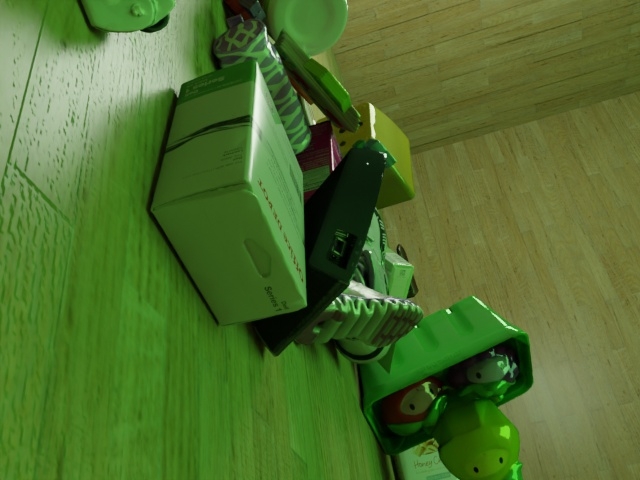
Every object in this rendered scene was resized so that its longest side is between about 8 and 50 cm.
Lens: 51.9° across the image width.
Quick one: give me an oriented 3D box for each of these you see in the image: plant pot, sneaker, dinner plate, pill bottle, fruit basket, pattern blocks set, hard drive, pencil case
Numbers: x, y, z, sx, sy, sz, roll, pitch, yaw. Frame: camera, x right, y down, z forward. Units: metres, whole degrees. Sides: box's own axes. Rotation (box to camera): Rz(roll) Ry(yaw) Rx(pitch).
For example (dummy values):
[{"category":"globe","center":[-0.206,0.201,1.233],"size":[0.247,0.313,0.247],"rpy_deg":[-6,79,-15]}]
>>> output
[{"category":"plant pot","center":[0.091,-0.206,1.595],"size":[0.187,0.212,0.212],"rpy_deg":[53,28,-44]},{"category":"sneaker","center":[0.048,0.022,1.160],"size":[0.210,0.138,0.365],"rpy_deg":[61,20,-67]},{"category":"dinner plate","center":[-0.030,-0.309,1.626],"size":[0.141,0.017,0.141],"rpy_deg":[-15,90,-80]},{"category":"pill bottle","center":[-0.057,-0.424,1.156],"size":[0.245,0.136,0.136],"rpy_deg":[57,-9,52]},{"category":"sneaker","center":[0.049,0.093,0.971],"size":[0.237,0.095,0.104],"rpy_deg":[9,37,-36]},{"category":"fruit basket","center":[0.290,0.352,1.371],"size":[0.282,0.392,0.392],"rpy_deg":[66,13,-45]},{"category":"pattern blocks set","center":[-0.012,-0.244,1.008],"size":[0.325,0.026,0.285],"rpy_deg":[47,1,-27]},{"category":"hard drive","center":[0.000,0.000,0.784],"size":[0.054,0.172,0.254],"rpy_deg":[33,39,-11]},{"category":"pencil case","center":[-0.079,-0.211,0.941],"size":[0.088,0.087,0.206],"rpy_deg":[-90,163,-45]}]

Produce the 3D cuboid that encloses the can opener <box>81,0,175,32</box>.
[{"category":"can opener","center":[-0.192,-0.294,0.500],"size":[0.093,0.074,0.280],"rpy_deg":[22,-46,57]}]

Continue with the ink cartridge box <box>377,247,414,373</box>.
[{"category":"ink cartridge box","center":[0.106,0.130,1.341],"size":[0.171,0.056,0.234],"rpy_deg":[-139,-122,-60]}]

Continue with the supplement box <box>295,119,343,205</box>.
[{"category":"supplement box","center":[-0.017,-0.079,1.025],"size":[0.220,0.114,0.111],"rpy_deg":[-90,162,-53]}]

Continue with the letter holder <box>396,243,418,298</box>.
[{"category":"letter holder","center":[0.143,0.055,1.665],"size":[0.302,0.152,0.214],"rpy_deg":[14,59,-80]}]

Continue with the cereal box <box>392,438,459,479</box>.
[{"category":"cereal box","center":[0.254,0.500,1.553],"size":[0.047,0.173,0.240],"rpy_deg":[131,-50,-61]}]

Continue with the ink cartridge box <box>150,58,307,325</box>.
[{"category":"ink cartridge box","center":[-0.079,-0.050,0.648],"size":[0.219,0.093,0.160],"rpy_deg":[-93,165,-50]}]
